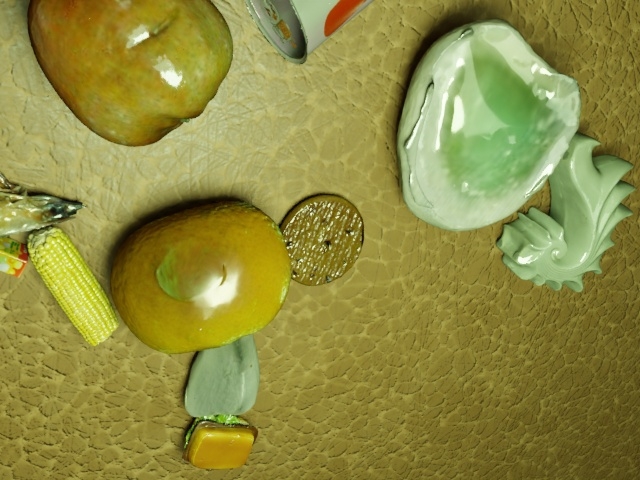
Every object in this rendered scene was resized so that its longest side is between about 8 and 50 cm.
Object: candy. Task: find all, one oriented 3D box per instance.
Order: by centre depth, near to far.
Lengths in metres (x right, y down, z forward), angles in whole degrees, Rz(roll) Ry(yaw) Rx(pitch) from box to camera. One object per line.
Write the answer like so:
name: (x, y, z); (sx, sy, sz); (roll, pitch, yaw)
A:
candy: (-0.570, 0.014, 1.010); (0.122, 0.062, 0.038); (28, 103, -31)
candy: (0.325, -0.219, 1.214); (0.386, 0.186, 0.427); (16, 109, -20)

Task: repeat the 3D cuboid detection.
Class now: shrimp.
shrimp: (-0.554, -0.076, 0.962); (0.316, 0.062, 0.164); (-5, 85, -40)

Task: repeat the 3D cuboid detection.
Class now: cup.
cup: (0.027, -0.458, 0.984); (0.288, 0.203, 0.203); (-37, 123, -11)

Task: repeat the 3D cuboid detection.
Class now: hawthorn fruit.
hawthorn fruit: (-0.293, -0.299, 0.868); (0.267, 0.268, 0.301); (-43, 113, 1)

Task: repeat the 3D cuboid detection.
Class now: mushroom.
mushroom: (-0.204, 0.225, 1.236); (0.159, 0.122, 0.329); (-9, 117, -30)

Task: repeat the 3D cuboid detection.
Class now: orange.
orange: (-0.217, 0.072, 1.076); (0.334, 0.196, 0.263); (-14, 100, -10)

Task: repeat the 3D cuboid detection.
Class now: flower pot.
flower pot: (0.609, -0.062, 1.428); (0.254, 0.164, 0.368); (16, 108, -23)

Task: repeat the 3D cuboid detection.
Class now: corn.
corn: (-0.453, 0.086, 1.083); (0.081, 0.081, 0.249); (-26, 122, -10)

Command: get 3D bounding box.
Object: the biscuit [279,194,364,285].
biscuit: (0.000, 0.000, 1.266); (0.212, 0.036, 0.212); (-10, 116, -20)

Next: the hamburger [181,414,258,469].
hamburger: (-0.229, 0.454, 1.352); (0.165, 0.087, 0.137); (19, 104, -31)
